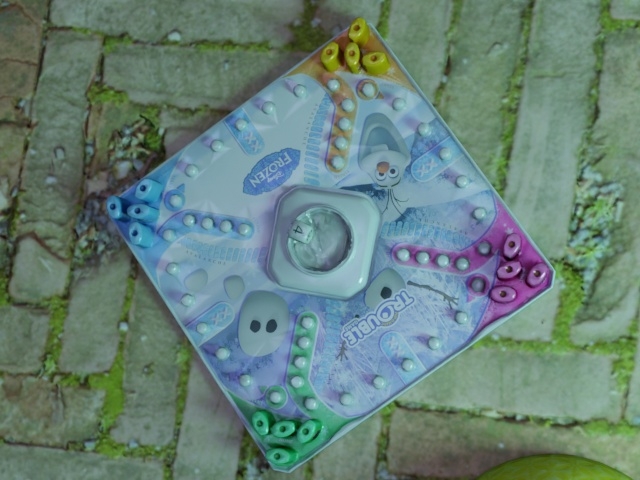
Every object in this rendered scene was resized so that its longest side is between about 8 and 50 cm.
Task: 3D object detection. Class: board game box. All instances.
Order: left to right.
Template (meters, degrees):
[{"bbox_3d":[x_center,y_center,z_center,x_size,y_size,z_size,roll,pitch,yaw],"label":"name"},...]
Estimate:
[{"bbox_3d":[0.000,0.000,1.390,0.390,0.050,0.390,-36,77,5],"label":"board game box"}]

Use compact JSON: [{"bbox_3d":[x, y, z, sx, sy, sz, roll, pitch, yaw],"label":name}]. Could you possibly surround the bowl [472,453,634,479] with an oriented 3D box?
[{"bbox_3d":[0.240,0.365,1.236,0.290,0.156,0.289,-2,82,12],"label":"bowl"}]
